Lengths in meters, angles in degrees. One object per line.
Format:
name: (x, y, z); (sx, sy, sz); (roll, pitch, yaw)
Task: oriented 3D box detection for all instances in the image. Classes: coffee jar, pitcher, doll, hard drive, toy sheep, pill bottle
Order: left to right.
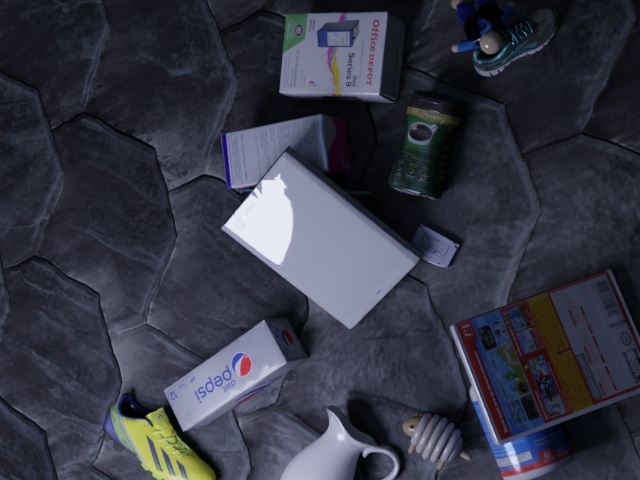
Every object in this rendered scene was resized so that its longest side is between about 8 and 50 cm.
hard drive: (0.000, 0.000, 1.629); (0.307, 0.040, 0.203); (38, 116, -8)
pitcher: (0.031, 0.439, 1.663); (0.178, 0.125, 0.207); (34, 94, 8)
coffee jar: (0.189, -0.172, 1.598); (0.096, 0.079, 0.184); (19, 99, 29)
toy sheep: (0.206, 0.353, 1.586); (0.132, 0.091, 0.091); (25, 101, 11)
doll: (0.271, -0.367, 1.519); (0.129, 0.046, 0.189); (-38, 34, 21)
pill bottle: (0.324, 0.280, 1.500); (0.124, 0.124, 0.221); (-26, 79, 25)

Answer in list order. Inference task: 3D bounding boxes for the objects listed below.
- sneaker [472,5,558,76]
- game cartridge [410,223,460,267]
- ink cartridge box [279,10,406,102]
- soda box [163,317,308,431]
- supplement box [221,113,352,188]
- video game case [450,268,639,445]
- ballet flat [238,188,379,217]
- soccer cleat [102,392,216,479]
sneaker: (0.329, -0.340, 1.529); (0.166, 0.076, 0.065); (-37, 75, 22)
game cartridge: (0.206, 0.012, 1.625); (0.083, 0.017, 0.056); (32, 100, 24)
ink cartridge box: (0.040, -0.341, 1.670); (0.212, 0.093, 0.154); (7, 92, 25)
soda box: (-0.169, 0.266, 1.773); (0.286, 0.091, 0.098); (-37, 73, 22)
supplement box: (-0.063, -0.165, 1.711); (0.220, 0.111, 0.113); (-9, 86, 27)
video game case: (0.377, 0.185, 1.447); (0.285, 0.025, 0.204); (-19, 80, -7)
ballet flat: (-0.031, -0.046, 1.684); (0.281, 0.095, 0.096); (2, 75, 22)
soccer cleat: (-0.330, 0.415, 1.857); (0.289, 0.093, 0.121); (26, 94, 25)
